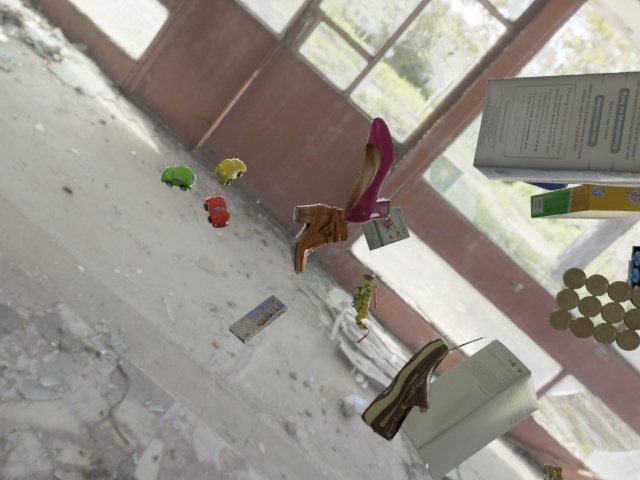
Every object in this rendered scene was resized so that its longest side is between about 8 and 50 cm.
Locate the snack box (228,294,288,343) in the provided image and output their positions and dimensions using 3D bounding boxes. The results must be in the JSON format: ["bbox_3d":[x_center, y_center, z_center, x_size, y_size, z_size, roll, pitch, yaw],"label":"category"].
[{"bbox_3d":[-0.176,0.222,1.635,0.064,0.022,0.178,36,48,22],"label":"snack box"}]

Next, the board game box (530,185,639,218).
[{"bbox_3d":[0.739,-0.094,1.443,0.317,0.064,0.242,0,-2,-11],"label":"board game box"}]

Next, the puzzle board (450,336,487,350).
[{"bbox_3d":[0.590,0.410,2.283,0.128,0.096,0.011,-9,71,-37],"label":"puzzle board"}]

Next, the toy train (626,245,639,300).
[{"bbox_3d":[0.938,0.100,1.663,0.080,0.183,0.105,1,3,10],"label":"toy train"}]

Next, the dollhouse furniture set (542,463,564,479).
[{"bbox_3d":[0.519,0.657,1.207,0.152,0.301,0.197,11,27,17],"label":"dollhouse furniture set"}]

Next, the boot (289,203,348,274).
[{"bbox_3d":[0.000,0.000,1.550,0.153,0.196,0.073,2,16,-21],"label":"boot"}]

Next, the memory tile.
[{"bbox_3d":[0.465,0.114,0.947,0.148,0.113,0.012,16,3,9],"label":"memory tile"}]

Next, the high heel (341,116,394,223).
[{"bbox_3d":[0.101,-0.161,1.315,0.117,0.243,0.082,-4,13,-25],"label":"high heel"}]

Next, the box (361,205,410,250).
[{"bbox_3d":[0.272,-0.051,2.413,0.038,0.186,0.145,162,-90,-72],"label":"box"}]

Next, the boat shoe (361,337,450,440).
[{"bbox_3d":[0.201,0.323,1.216,0.095,0.257,0.095,45,21,24],"label":"boat shoe"}]

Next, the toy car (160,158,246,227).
[{"bbox_3d":[-0.338,-0.164,1.606,0.225,0.053,0.238,15,59,-4],"label":"toy car"}]

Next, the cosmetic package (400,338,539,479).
[{"bbox_3d":[0.399,0.465,1.568,0.155,0.366,0.196,51,-11,51],"label":"cosmetic package"}]

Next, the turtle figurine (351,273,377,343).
[{"bbox_3d":[0.161,0.244,2.192,0.087,0.269,0.217,10,32,0],"label":"turtle figurine"}]

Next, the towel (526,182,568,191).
[{"bbox_3d":[0.832,-0.341,2.029,0.244,0.335,0.040,14,26,-12],"label":"towel"}]

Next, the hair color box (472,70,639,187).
[{"bbox_3d":[0.494,-0.204,1.061,0.375,0.185,0.114,8,-6,36],"label":"hair color box"}]
